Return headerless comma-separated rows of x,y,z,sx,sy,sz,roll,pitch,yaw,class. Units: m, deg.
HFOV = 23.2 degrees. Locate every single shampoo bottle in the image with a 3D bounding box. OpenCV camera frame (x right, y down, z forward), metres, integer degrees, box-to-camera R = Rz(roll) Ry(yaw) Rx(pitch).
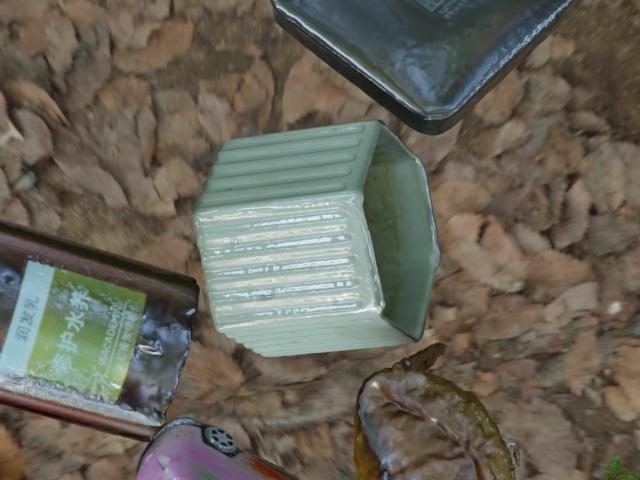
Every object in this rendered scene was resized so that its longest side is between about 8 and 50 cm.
-0.251,0.039,1.068,0.323,0.084,0.129,19,79,-16,shampoo bottle

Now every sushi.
0.110,0.239,1.493,0.167,0.179,0.296,-27,59,-3,sushi

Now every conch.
0.370,0.316,1.880,0.074,0.121,0.089,-7,123,-5,conch

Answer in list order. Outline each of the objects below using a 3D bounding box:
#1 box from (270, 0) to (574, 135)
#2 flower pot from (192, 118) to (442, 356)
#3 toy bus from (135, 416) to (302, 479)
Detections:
0.125,-0.292,1.884,0.289,0.073,0.290,39,67,16,box
0.000,0.000,1.592,0.190,0.239,0.209,-7,72,22,flower pot
-0.077,0.332,1.798,0.303,0.147,0.127,31,113,-7,toy bus
